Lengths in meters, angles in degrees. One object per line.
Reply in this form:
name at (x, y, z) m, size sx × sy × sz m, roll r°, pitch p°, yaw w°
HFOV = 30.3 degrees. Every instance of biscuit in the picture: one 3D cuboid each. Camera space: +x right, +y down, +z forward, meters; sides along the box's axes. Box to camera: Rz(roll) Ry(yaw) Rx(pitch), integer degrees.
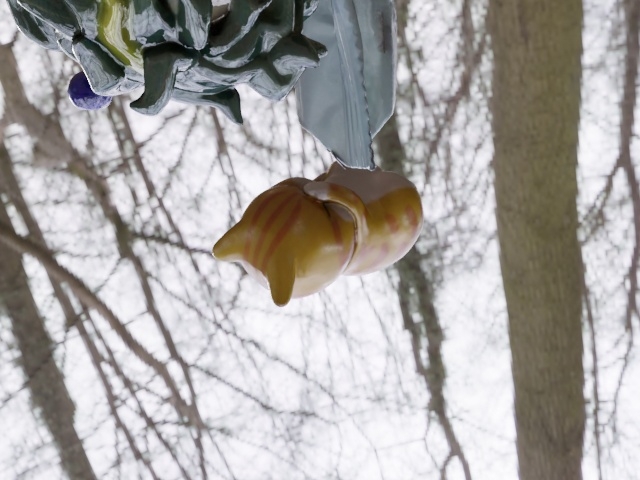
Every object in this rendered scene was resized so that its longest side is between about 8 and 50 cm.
biscuit at (0.017, -0.168, 0.889) m, size 0.079 × 0.186 × 0.309 m, roll -5°, pitch -167°, yaw 4°

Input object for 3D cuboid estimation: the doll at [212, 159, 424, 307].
doll at (0.009, -0.018, 1.526) m, size 0.167 × 0.162 × 0.270 m, roll 25°, pitch -157°, yaw 39°

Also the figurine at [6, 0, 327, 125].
figurine at (-0.069, -0.250, 0.629) m, size 0.261 × 0.381 × 0.186 m, roll 6°, pitch -171°, yaw -22°
